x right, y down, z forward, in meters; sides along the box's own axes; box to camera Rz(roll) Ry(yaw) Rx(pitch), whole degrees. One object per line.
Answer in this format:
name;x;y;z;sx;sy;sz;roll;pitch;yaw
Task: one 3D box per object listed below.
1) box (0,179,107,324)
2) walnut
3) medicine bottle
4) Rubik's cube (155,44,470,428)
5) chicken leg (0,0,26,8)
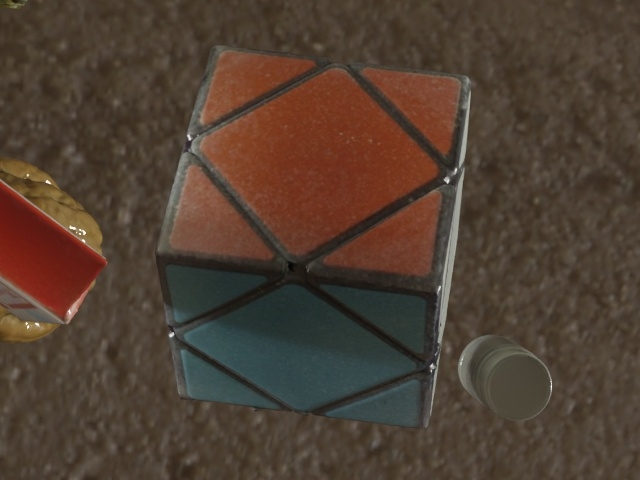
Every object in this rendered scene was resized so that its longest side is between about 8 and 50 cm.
box;-0.209;-0.001;0.970;0.123;0.229;0.050;36;78;-12
walnut;-0.407;0.013;2.009;0.224;0.257;0.257;-8;29;39
medicine bottle;0.151;0.112;1.272;0.058;0.058;0.091;7;5;-9
Rubik's cube;0.000;0.000;1.175;0.205;0.205;0.207;6;55;6
chicken leg;-0.461;-0.295;1.491;0.429;0.152;0.201;9;12;-19
